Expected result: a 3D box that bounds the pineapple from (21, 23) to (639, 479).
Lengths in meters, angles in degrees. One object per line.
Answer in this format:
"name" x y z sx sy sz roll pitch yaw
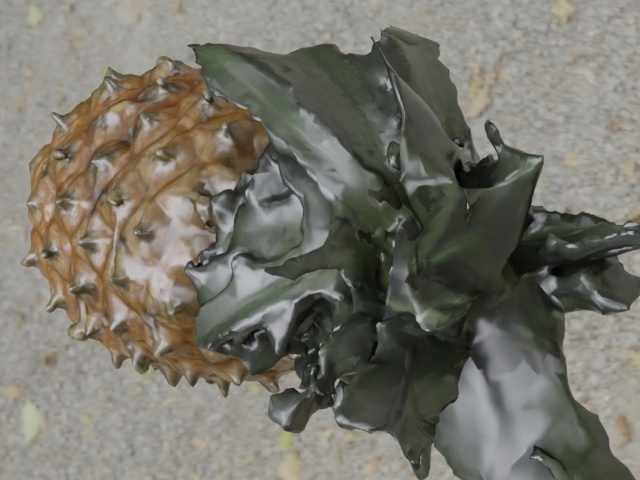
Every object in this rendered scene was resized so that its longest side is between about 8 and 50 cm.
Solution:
"pineapple" 0.002 -0.003 0.511 0.364 0.165 0.165 8 95 62
